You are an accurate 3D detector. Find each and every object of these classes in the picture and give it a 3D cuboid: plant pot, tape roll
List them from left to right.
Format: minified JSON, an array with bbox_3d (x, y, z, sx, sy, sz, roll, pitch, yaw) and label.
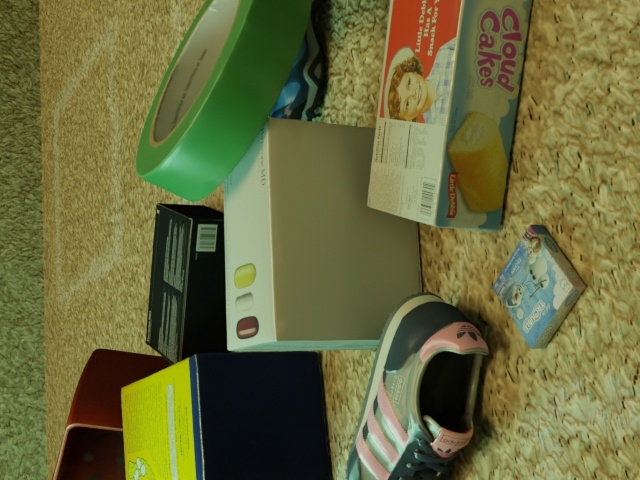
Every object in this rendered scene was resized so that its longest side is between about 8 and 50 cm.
[{"bbox_3d":[-0.341,0.348,1.862,0.236,0.267,0.267,-102,28,-51],"label":"plant pot"},{"bbox_3d":[-0.127,-0.208,1.293,0.321,0.077,0.321,-48,27,35],"label":"tape roll"}]

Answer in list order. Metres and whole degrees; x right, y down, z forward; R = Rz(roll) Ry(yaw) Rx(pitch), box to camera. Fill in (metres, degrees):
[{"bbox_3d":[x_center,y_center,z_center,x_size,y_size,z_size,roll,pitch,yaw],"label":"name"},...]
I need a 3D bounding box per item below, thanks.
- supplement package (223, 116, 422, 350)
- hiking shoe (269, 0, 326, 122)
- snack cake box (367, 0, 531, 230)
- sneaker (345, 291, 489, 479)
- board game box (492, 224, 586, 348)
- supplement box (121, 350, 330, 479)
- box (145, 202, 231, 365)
[{"bbox_3d":[0.000,0.000,1.257,0.145,0.204,0.262,-20,70,60],"label":"supplement package"},{"bbox_3d":[-0.067,-0.296,1.481,0.113,0.132,0.304,14,101,62],"label":"hiking shoe"},{"bbox_3d":[0.137,-0.153,1.130,0.152,0.089,0.264,23,108,63],"label":"snack cake box"},{"bbox_3d":[0.108,0.226,1.136,0.131,0.112,0.319,-147,61,-62],"label":"sneaker"},{"bbox_3d":[0.218,0.047,1.034,0.090,0.020,0.090,63,141,41],"label":"board game box"},{"bbox_3d":[-0.155,0.292,1.548,0.356,0.194,0.195,-30,62,59],"label":"supplement box"},{"bbox_3d":[-0.224,0.077,1.793,0.184,0.103,0.261,20,106,58],"label":"box"}]
